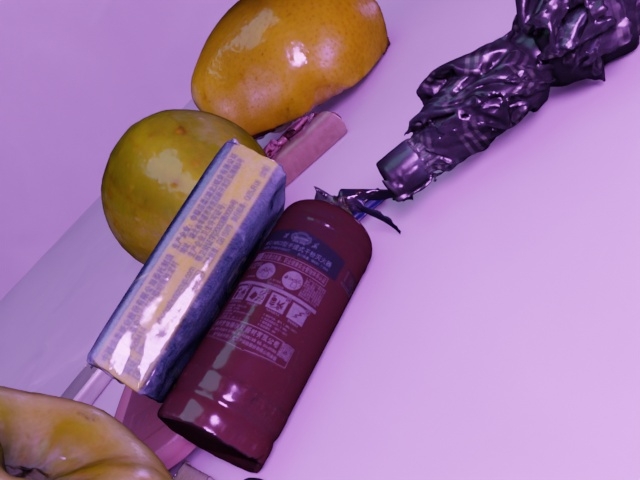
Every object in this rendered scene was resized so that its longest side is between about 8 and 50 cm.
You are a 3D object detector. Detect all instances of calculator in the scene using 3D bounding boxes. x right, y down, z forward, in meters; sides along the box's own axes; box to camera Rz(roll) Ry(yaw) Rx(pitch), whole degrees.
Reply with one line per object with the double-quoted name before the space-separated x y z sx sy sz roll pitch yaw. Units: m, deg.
"calculator" -0.188 0.180 0.803 0.220 0.048 0.330 -37 25 20

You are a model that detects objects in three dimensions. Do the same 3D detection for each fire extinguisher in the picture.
"fire extinguisher" -0.023 0.064 0.657 0.135 0.114 0.337 20 62 17

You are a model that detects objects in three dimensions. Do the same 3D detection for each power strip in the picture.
"power strip" -0.383 0.227 1.070 0.192 0.035 0.081 -54 25 -16

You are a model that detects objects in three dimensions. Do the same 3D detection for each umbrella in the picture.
"umbrella" 0.188 -0.180 0.646 0.336 0.128 0.154 -35 27 23

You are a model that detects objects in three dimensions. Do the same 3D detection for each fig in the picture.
"fig" -0.177 -0.057 0.937 0.258 0.258 0.326 -50 43 -7

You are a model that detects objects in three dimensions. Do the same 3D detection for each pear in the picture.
"pear" -0.079 -0.368 1.157 0.386 0.191 0.340 -38 35 -16

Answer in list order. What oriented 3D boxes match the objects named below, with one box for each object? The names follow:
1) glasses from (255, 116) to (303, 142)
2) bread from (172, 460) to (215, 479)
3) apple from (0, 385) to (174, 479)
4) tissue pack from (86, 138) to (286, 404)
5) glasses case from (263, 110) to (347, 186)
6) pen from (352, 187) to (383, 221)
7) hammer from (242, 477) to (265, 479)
"glasses" -0.135 -0.261 1.340 0.189 0.088 0.221 -41 25 14
"bread" -0.157 0.295 0.614 0.068 0.028 0.154 -9 43 54
"apple" -0.254 0.254 0.427 0.305 0.338 0.338 -51 24 6
"tissue pack" -0.132 0.042 0.669 0.257 0.081 0.185 -60 -4 -18
"glasses case" -0.049 -0.166 1.081 0.193 0.070 0.102 -40 24 15
"pen" 0.000 0.000 0.808 0.204 0.025 0.025 -38 26 19
"hammer" -0.067 0.281 0.498 0.078 0.021 0.201 -36 26 23
